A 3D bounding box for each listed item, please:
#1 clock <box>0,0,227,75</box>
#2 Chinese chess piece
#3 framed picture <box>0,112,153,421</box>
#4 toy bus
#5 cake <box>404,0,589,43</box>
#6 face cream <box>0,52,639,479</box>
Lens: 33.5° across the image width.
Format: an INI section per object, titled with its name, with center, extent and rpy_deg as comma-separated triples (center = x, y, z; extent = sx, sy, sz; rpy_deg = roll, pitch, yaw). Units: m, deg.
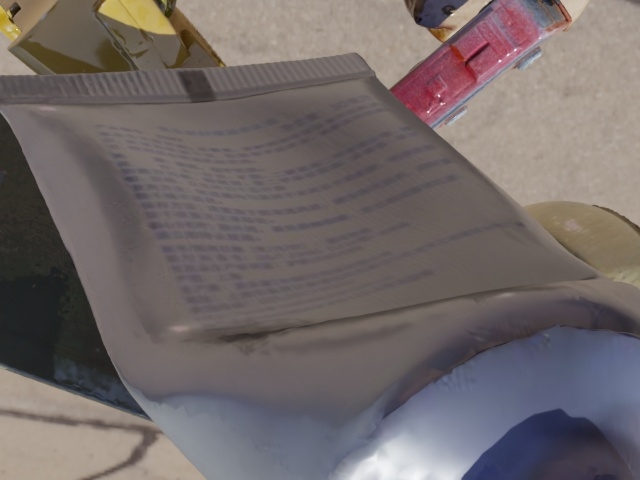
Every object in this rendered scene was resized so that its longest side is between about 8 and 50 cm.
[clock]
center = -0.211, -0.204, 1.251
extent = 0.200, 0.244, 0.317
rpy_deg = -41, 124, -1
[Chinese chess piece]
center = 0.342, 0.111, 1.474
extent = 0.141, 0.338, 0.338
rpy_deg = -16, 162, -31
[framed picture]
center = -0.204, 0.018, 0.993
extent = 0.339, 0.255, 0.014
rpy_deg = 23, 159, -20
[toy bus]
center = 0.124, -0.149, 0.926
extent = 0.192, 0.077, 0.065
rpy_deg = -38, 89, 31
[cake]
center = 0.173, -0.320, 0.996
extent = 0.196, 0.198, 0.293
rpy_deg = -2, 147, -17
[face cream]
center = 0.000, 0.000, 0.484
extent = 0.235, 0.420, 0.137
rpy_deg = -9, 126, -22
